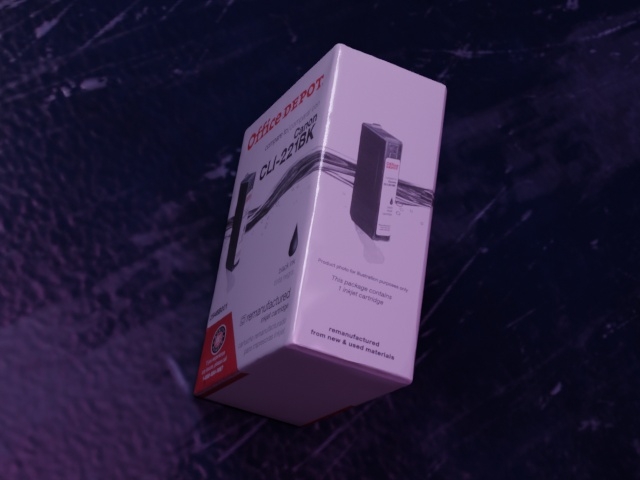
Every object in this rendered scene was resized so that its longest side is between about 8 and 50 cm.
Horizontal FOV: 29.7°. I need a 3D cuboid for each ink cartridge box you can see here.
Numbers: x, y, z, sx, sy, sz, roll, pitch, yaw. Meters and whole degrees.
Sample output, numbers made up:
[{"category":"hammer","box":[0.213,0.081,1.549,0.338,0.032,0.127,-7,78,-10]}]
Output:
[{"category":"ink cartridge box","box":[0.000,0.000,1.031,0.114,0.197,0.273,20,63,-21]}]
